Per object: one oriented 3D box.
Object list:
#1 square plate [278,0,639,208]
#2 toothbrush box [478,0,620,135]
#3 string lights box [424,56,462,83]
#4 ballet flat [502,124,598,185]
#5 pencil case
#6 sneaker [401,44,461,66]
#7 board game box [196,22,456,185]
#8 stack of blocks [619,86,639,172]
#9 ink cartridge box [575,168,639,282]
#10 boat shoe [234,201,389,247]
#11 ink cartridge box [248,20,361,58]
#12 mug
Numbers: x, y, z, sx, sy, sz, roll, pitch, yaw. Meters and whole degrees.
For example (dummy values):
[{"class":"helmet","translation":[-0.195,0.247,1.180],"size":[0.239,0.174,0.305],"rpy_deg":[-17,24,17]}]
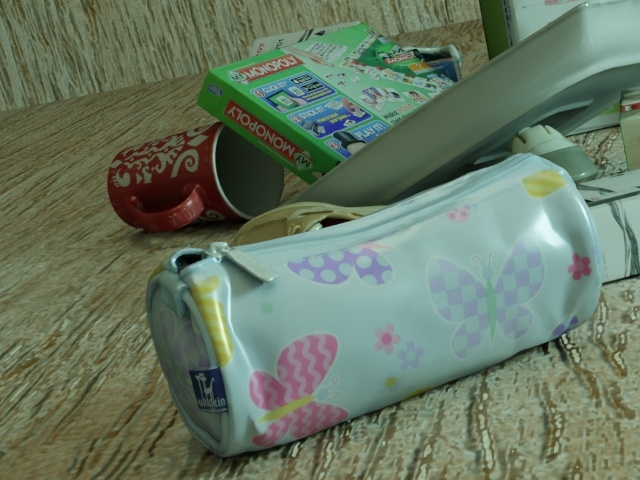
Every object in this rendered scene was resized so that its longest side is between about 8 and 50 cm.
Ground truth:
[{"class":"square plate","translation":[0.179,-0.115,1.340],"size":[0.344,0.049,0.347],"rpy_deg":[-33,-10,34]},{"class":"toothbrush box","translation":[0.271,-0.244,1.783],"size":[0.122,0.206,0.283],"rpy_deg":[-11,11,2]},{"class":"string lights box","translation":[0.101,-0.175,1.941],"size":[0.133,0.077,0.260],"rpy_deg":[-10,11,17]},{"class":"ballet flat","translation":[0.177,-0.061,1.228],"size":[0.072,0.068,0.213],"rpy_deg":[-20,-2,1]},{"class":"pencil case","translation":[0.033,0.033,0.889],"size":[0.273,0.124,0.113],"rpy_deg":[-16,12,-23]},{"class":"sneaker","translation":[0.104,-0.252,2.261],"size":[0.237,0.085,0.086],"rpy_deg":[-15,-29,-23]},{"class":"board game box","translation":[0.042,-0.140,1.608],"size":[0.213,0.046,0.317],"rpy_deg":[35,32,19]},{"class":"stack of blocks","translation":[0.400,-0.096,1.224],"size":[0.297,0.087,0.171],"rpy_deg":[-9,11,14]},{"class":"ink cartridge box","translation":[0.212,-0.011,1.081],"size":[0.135,0.056,0.099],"rpy_deg":[-13,12,-9]},{"class":"boat shoe","translation":[0.000,0.000,1.234],"size":[0.170,0.063,0.059],"rpy_deg":[-7,7,22]},{"class":"ink cartridge box","translation":[-0.021,-0.231,2.177],"size":[0.191,0.082,0.139],"rpy_deg":[-4,55,33]},{"class":"mug","translation":[-0.150,-0.067,1.589],"size":[0.169,0.113,0.150],"rpy_deg":[-7,0,38]}]
